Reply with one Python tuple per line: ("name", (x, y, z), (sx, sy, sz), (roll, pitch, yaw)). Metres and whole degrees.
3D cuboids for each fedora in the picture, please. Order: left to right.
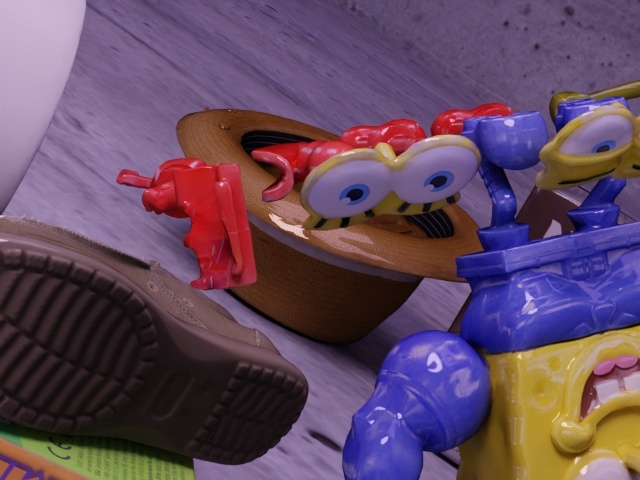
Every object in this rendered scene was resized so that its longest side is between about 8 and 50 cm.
("fedora", (0.000, 0.000, 0.925), (0.194, 0.079, 0.194), (25, 17, -8))

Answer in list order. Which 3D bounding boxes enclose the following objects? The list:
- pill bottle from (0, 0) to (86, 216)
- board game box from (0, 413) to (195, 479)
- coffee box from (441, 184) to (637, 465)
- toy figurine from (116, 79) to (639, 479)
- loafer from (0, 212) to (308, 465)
("pill bottle", (-0.191, -0.081, 0.500), (0.229, 0.131, 0.131), (25, 13, -24))
("board game box", (-0.159, 0.021, 0.550), (0.259, 0.039, 0.124), (30, 11, -14))
("coffee box", (0.180, 0.090, 0.835), (0.246, 0.141, 0.098), (33, 12, 12))
("toy figurine", (0.112, 0.049, 0.709), (0.363, 0.217, 0.191), (-11, 6, -25))
("loafer", (-0.067, 0.030, 0.540), (0.148, 0.056, 0.050), (32, 7, -45))
